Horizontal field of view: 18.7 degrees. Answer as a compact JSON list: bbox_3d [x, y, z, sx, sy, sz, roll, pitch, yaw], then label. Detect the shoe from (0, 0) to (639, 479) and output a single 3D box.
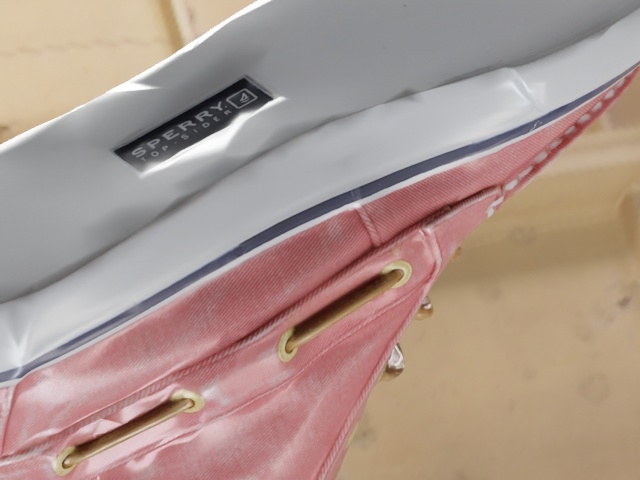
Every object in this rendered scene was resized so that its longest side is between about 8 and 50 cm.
[{"bbox_3d":[0.000,0.000,0.393,0.178,0.081,0.063,-29,-140,-19],"label":"shoe"}]
